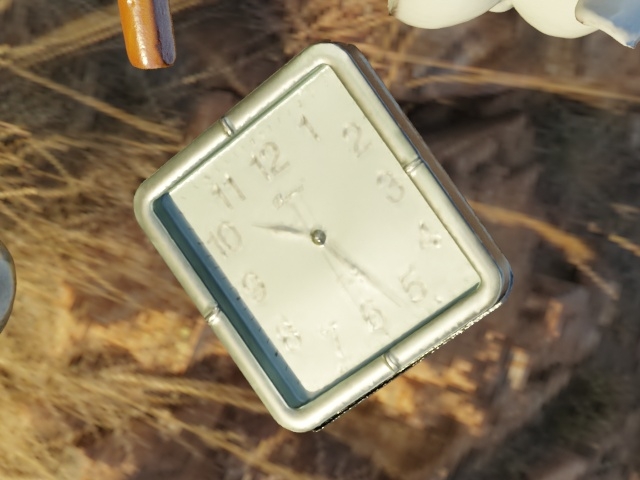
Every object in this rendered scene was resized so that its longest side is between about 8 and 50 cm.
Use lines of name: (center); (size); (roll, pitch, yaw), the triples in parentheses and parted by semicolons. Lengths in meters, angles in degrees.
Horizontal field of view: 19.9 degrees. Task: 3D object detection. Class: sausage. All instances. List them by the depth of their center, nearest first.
sausage: (-0.152, -0.211, 1.550); (0.041, 0.039, 0.131); (-29, 116, -49)

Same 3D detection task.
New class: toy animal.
toy animal: (0.138, -0.198, 1.212); (0.193, 0.178, 0.127); (7, 101, 5)

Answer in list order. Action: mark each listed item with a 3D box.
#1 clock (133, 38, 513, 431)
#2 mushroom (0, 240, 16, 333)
clock: (0.000, 0.000, 1.604); (0.279, 0.273, 0.049); (56, 29, 3)
mushroom: (-0.317, 0.025, 0.987); (0.151, 0.285, 0.156); (-5, 98, -64)
